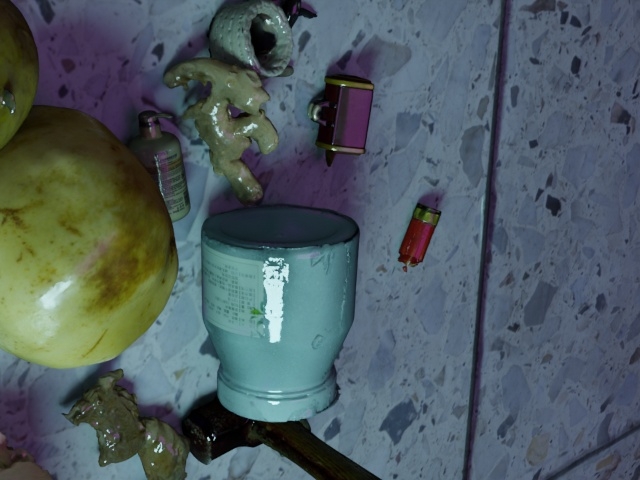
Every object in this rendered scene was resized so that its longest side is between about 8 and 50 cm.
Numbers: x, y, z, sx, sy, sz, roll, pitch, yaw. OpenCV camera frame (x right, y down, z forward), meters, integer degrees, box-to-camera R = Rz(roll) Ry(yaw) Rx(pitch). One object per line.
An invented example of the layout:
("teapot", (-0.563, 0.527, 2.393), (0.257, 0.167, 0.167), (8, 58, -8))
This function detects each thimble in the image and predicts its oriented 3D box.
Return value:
("thimble", (-0.104, -0.294, 1.610), (0.102, 0.090, 0.115), (19, 78, -42))

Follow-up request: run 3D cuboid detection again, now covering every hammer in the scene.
("hammer", (-0.018, 0.325, 1.711), (0.242, 0.408, 0.095), (-20, 118, -33))

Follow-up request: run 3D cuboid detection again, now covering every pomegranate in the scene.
("pomegranate", (-0.340, 0.002, 1.373), (0.332, 0.332, 0.333), (-17, 116, -39))

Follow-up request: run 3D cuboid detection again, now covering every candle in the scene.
("candle", (0.181, -0.002, 2.029), (0.052, 0.052, 0.131), (18, 93, -46))

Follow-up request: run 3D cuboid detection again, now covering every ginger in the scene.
("ginger", (-0.124, -0.156, 1.616), (0.065, 0.149, 0.259), (-61, 140, -45))
("ginger", (-0.280, 0.315, 1.680), (0.122, 0.084, 0.290), (-54, 135, -24))

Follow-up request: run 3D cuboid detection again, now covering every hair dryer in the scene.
("hair dryer", (-0.034, -0.346, 1.717), (0.083, 0.031, 0.079), (-3, 118, -51))

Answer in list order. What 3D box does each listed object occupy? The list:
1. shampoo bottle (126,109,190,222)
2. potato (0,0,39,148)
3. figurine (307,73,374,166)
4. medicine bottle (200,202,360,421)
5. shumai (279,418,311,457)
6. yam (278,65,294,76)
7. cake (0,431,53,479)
("shampoo bottle", (-0.236, -0.108, 1.569), (0.079, 0.079, 0.162), (-26, 121, -35))
("potato", (-0.516, -0.203, 1.203), (0.296, 0.397, 0.290), (-79, -177, -57))
("figurine", (0.024, -0.196, 1.795), (0.098, 0.082, 0.154), (3, 104, -30))
("medicine bottle", (-0.063, 0.111, 1.698), (0.245, 0.245, 0.290), (-15, 114, -40))
("shumai", (-0.061, 0.346, 1.928), (0.082, 0.083, 0.080), (19, 125, -19))
("yam", (-0.088, -0.264, 1.695), (0.116, 0.021, 0.021), (-7, 110, -41))
("cake", (-0.469, 0.420, 1.382), (0.293, 0.306, 0.314), (-27, 122, -36))
